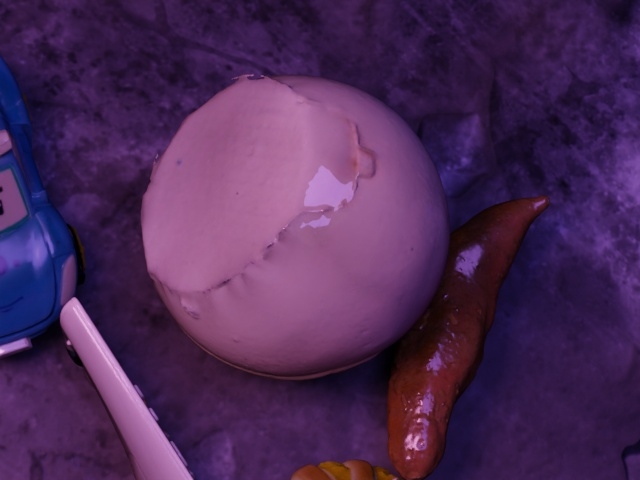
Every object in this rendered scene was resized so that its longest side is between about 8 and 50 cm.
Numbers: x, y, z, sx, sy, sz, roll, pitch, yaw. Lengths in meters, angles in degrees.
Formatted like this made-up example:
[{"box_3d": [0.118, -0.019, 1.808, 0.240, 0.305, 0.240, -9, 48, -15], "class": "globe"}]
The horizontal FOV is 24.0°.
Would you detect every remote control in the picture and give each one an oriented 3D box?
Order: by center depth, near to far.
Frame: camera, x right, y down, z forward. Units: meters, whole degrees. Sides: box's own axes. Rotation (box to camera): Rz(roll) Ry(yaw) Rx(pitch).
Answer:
[{"box_3d": [-0.162, 0.200, 1.406, 0.055, 0.109, 0.313, -32, 84, -10], "class": "remote control"}]

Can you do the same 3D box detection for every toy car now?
[{"box_3d": [-0.338, -0.045, 1.424, 0.198, 0.166, 0.314, -16, 75, -21], "class": "toy car"}]

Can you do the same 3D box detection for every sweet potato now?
[{"box_3d": [0.133, 0.090, 1.572, 0.355, 0.106, 0.095, -63, 141, -26], "class": "sweet potato"}]

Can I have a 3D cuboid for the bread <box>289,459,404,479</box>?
[{"box_3d": [0.026, 0.311, 1.436, 0.213, 0.105, 0.213, 6, 67, -14], "class": "bread"}]

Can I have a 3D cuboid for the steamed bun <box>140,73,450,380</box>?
[{"box_3d": [0.000, 0.000, 1.471, 0.309, 0.309, 0.309, 7, 66, -17], "class": "steamed bun"}]
